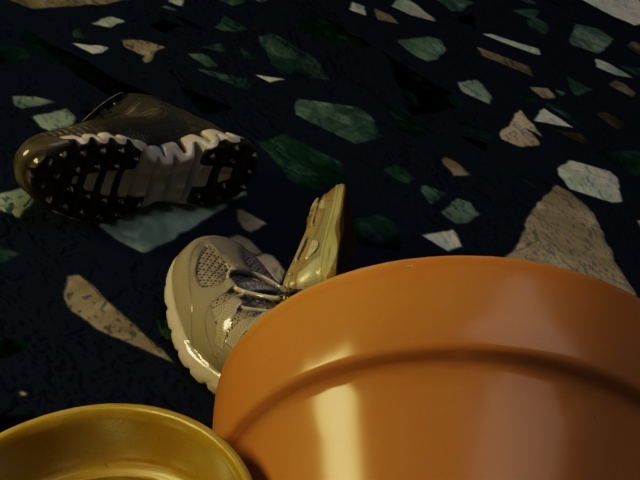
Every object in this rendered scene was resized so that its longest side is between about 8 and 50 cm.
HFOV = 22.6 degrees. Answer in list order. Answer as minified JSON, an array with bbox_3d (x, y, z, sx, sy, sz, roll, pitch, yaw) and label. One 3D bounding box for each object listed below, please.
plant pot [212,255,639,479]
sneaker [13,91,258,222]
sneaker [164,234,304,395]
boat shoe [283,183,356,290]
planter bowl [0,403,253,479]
[{"bbox_3d":[0.077,0.177,0.848,0.291,0.291,0.203,16,45,-11],"label":"plant pot"},{"bbox_3d":[-0.165,-0.072,1.294,0.234,0.078,0.106,-6,37,-47],"label":"sneaker"},{"bbox_3d":[-0.014,0.074,1.101,0.105,0.115,0.281,-1,36,-36],"label":"sneaker"},{"bbox_3d":[0.000,0.002,1.306,0.048,0.056,0.153,-7,33,10],"label":"boat shoe"},{"bbox_3d":[-0.121,0.193,0.811,0.217,0.090,0.217,-12,40,10],"label":"planter bowl"}]
